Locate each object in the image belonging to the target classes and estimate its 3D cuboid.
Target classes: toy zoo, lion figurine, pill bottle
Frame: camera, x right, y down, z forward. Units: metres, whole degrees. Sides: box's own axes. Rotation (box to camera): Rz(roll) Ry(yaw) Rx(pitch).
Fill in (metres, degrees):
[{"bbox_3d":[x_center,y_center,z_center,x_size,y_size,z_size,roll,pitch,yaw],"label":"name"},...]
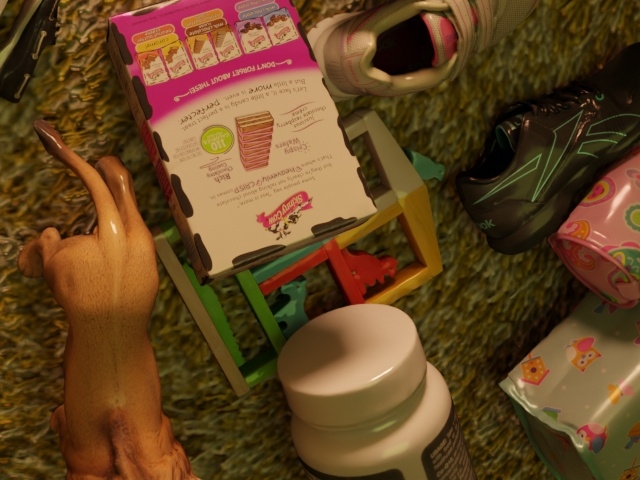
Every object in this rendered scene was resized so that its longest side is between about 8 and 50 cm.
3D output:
[{"bbox_3d":[0.000,0.000,1.050,0.293,0.030,0.192,-30,114,-11],"label":"toy zoo"},{"bbox_3d":[-0.172,0.104,0.895,0.142,0.240,0.392,-18,111,-16],"label":"lion figurine"},{"bbox_3d":[0.064,0.212,1.053,0.161,0.161,0.283,-27,119,-13],"label":"pill bottle"}]

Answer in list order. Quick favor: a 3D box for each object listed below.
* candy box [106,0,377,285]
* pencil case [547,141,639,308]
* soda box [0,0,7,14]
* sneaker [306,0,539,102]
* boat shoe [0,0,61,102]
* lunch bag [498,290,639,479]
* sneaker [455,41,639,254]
[{"bbox_3d":[-0.070,-0.097,0.921,0.159,0.071,0.234,-20,85,-15],"label":"candy box"},{"bbox_3d":[0.362,-0.067,1.105,0.284,0.124,0.124,-48,117,-12],"label":"pencil case"},{"bbox_3d":[-0.297,-0.182,0.852,0.069,0.074,0.216,26,95,-26],"label":"soda box"},{"bbox_3d":[0.113,-0.196,0.993,0.252,0.111,0.103,-31,114,-11],"label":"sneaker"},{"bbox_3d":[-0.239,-0.173,0.894,0.038,0.046,0.125,30,96,-26],"label":"boat shoe"},{"bbox_3d":[0.346,0.184,1.178,0.223,0.160,0.262,-43,132,-10],"label":"lunch bag"},{"bbox_3d":[0.246,-0.110,1.080,0.106,0.101,0.267,43,84,-20],"label":"sneaker"}]
